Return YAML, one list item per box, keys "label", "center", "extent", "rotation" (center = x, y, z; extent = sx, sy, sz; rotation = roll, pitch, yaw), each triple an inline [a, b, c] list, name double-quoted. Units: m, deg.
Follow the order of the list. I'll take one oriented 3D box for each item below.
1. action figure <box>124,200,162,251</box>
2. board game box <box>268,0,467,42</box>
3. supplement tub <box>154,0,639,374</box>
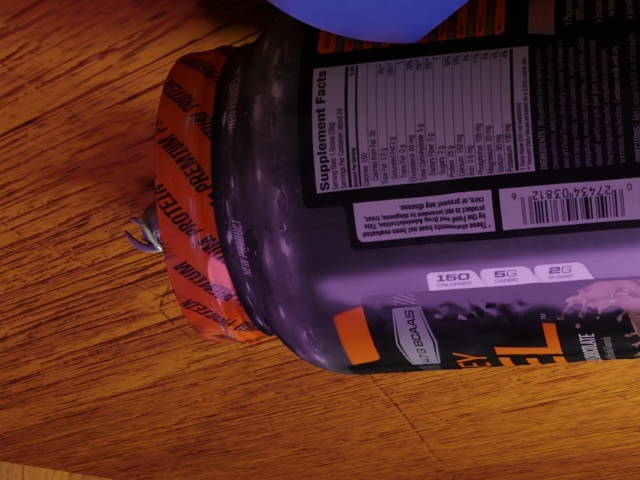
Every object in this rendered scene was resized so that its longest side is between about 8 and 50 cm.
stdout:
- label: "action figure"
  center: [0.000, 0.000, 1.084]
  extent: [0.285, 0.099, 0.185]
  rotation: [3, 170, 4]
- label: "board game box"
  center: [0.032, -0.163, 0.678]
  extent: [0.133, 0.033, 0.168]
  rotation: [31, 132, -27]
- label: "supplement tub"
  center: [0.097, -0.036, 0.806]
  extent: [0.338, 0.207, 0.207]
  rotation: [-4, 160, 14]
